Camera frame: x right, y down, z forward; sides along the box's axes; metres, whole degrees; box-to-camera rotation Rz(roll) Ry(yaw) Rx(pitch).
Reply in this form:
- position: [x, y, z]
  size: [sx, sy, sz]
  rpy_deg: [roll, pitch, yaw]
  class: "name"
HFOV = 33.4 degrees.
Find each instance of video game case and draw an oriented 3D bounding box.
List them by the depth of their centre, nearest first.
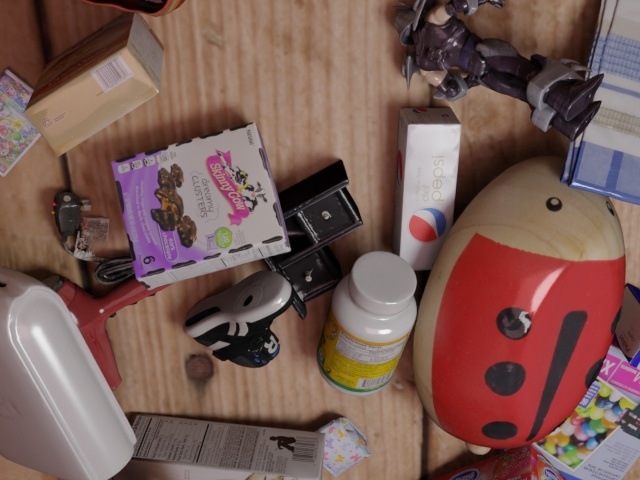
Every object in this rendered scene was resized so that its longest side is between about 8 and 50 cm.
- position: [-0.407, -0.152, 1.380]
  size: [0.087, 0.011, 0.122]
  rpy_deg: [40, 106, -21]
  class: "video game case"

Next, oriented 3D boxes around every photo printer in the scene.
- position: [-0.401, 0.167, 1.417]
  size: [0.256, 0.107, 0.307]
  rpy_deg: [5, 126, 41]
  class: "photo printer"

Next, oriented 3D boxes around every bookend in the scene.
- position: [0.000, 0.000, 1.462]
  size: [0.156, 0.072, 0.157]
  rpy_deg: [-28, 116, 7]
  class: "bookend"

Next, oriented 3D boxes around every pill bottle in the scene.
- position: [0.065, 0.112, 1.459]
  size: [0.117, 0.118, 0.208]
  rpy_deg: [5, 140, -8]
  class: "pill bottle"

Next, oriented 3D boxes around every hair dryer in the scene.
- position: [-0.285, 0.086, 1.470]
  size: [0.223, 0.080, 0.293]
  rpy_deg: [13, 114, -12]
  class: "hair dryer"

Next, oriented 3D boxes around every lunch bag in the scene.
- position: [0.024, 0.307, 1.625]
  size: [0.071, 0.053, 0.083]
  rpy_deg: [-36, 124, 14]
  class: "lunch bag"

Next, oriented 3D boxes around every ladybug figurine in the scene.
- position: [0.286, 0.111, 1.460]
  size: [0.305, 0.162, 0.449]
  rpy_deg: [-3, 116, -27]
  class: "ladybug figurine"

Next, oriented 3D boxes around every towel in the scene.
- position: [0.429, -0.183, 1.377]
  size: [0.209, 0.034, 0.285]
  rpy_deg: [13, 87, -11]
  class: "towel"

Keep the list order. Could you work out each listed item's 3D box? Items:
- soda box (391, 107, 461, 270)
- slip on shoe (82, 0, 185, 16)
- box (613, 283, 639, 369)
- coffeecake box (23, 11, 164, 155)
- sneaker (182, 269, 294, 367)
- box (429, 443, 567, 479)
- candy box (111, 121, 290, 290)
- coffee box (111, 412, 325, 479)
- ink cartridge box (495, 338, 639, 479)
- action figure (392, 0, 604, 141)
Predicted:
- position: [0.141, -0.068, 1.446]
  size: [0.074, 0.069, 0.216]
  rpy_deg: [-1, 116, -5]
  class: "soda box"
- position: [-0.308, -0.348, 1.246]
  size: [0.331, 0.101, 0.123]
  rpy_deg: [20, 114, -13]
  class: "slip on shoe"
- position: [0.500, 0.144, 1.553]
  size: [0.137, 0.126, 0.072]
  rpy_deg: [24, 112, -17]
  class: "box"
- position: [-0.265, -0.194, 1.277]
  size: [0.142, 0.185, 0.068]
  rpy_deg: [-31, 115, 9]
  class: "coffeecake box"
- position: [-0.082, 0.115, 1.474]
  size: [0.121, 0.079, 0.217]
  rpy_deg: [40, 143, -26]
  class: "sneaker"
- position: [0.248, 0.427, 1.627]
  size: [0.257, 0.123, 0.128]
  rpy_deg: [-29, 117, 30]
  class: "box"
- position: [-0.153, -0.045, 1.377]
  size: [0.196, 0.070, 0.165]
  rpy_deg: [-16, 74, 1]
  class: "candy box"
- position: [-0.148, 0.367, 1.572]
  size: [0.297, 0.119, 0.168]
  rpy_deg: [5, 116, 3]
  class: "coffee box"
- position: [0.411, 0.295, 1.656]
  size: [0.185, 0.065, 0.311]
  rpy_deg: [25, 113, -16]
  class: "ink cartridge box"
- position: [0.205, -0.223, 1.320]
  size: [0.285, 0.099, 0.185]
  rpy_deg: [32, 156, 19]
  class: "action figure"
